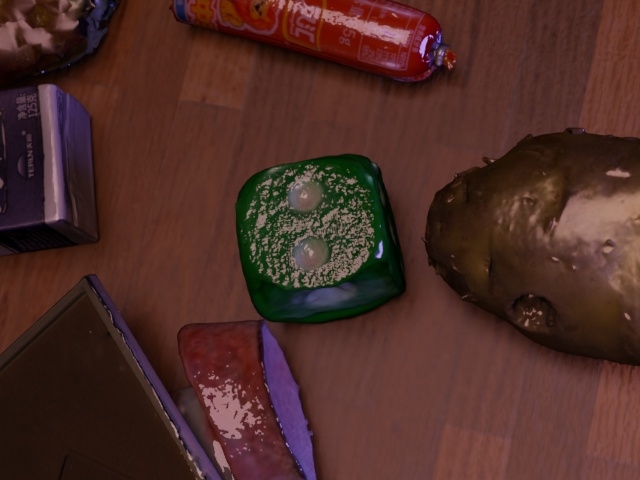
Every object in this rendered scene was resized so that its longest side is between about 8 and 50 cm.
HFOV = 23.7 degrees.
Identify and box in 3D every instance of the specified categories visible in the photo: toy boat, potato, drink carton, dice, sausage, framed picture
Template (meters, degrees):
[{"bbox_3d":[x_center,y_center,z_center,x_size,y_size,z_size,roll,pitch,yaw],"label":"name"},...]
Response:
[{"bbox_3d":[-0.148,0.192,1.348,0.282,0.096,0.206,-18,85,15],"label":"toy boat"},{"bbox_3d":[0.235,0.004,1.283,0.296,0.141,0.192,9,96,11],"label":"potato"},{"bbox_3d":[-0.331,-0.055,1.423,0.222,0.102,0.134,-8,78,10],"label":"drink carton"},{"bbox_3d":[0.000,0.000,1.332,0.131,0.128,0.120,-13,74,9],"label":"dice"},{"bbox_3d":[-0.003,-0.204,1.409,0.274,0.074,0.074,17,81,13],"label":"sausage"},{"bbox_3d":[-0.196,0.220,1.327,0.232,0.024,0.315,-40,73,24],"label":"framed picture"}]

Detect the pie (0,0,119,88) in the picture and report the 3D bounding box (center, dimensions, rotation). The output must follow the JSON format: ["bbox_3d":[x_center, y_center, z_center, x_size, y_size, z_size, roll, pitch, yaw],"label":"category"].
[{"bbox_3d":[-0.327,-0.307,1.476,0.288,0.103,0.355,9,83,12],"label":"pie"}]
